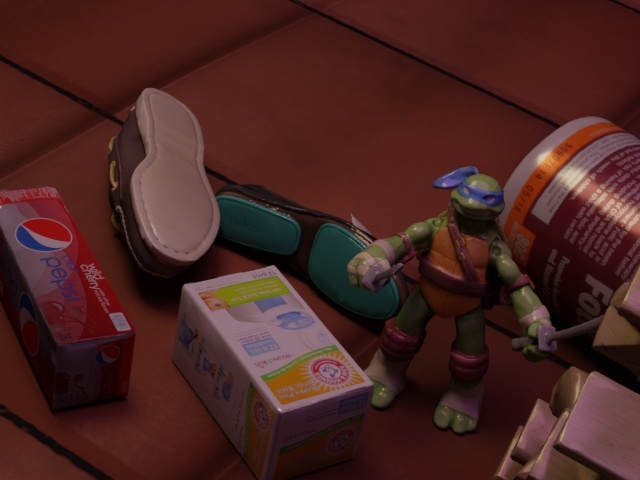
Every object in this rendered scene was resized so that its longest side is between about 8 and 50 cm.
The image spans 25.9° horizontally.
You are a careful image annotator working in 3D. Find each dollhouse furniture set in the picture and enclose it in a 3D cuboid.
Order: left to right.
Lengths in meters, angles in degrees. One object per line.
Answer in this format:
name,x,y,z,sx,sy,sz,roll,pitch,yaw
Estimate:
dollhouse furniture set,0.245,0.282,1.090,0.256,0.362,0.394,29,57,7

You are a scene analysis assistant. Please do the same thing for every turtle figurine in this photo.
turtle figurine,0.123,0.084,1.385,0.197,0.266,0.275,-2,37,-20

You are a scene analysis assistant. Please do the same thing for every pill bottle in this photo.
pill bottle,0.399,0.047,1.567,0.224,0.224,0.392,-19,45,-37

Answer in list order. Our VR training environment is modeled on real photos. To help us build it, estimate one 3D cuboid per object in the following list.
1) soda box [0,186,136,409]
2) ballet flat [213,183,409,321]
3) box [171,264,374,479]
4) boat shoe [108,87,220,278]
soda box,-0.278,0.053,1.450,0.083,0.092,0.263,-8,41,-27
ballet flat,0.000,0.000,1.622,0.280,0.095,0.096,29,26,22
box,-0.052,0.133,1.403,0.114,0.103,0.203,-12,42,-30
boat shoe,-0.195,-0.055,1.628,0.116,0.097,0.324,28,29,-28
